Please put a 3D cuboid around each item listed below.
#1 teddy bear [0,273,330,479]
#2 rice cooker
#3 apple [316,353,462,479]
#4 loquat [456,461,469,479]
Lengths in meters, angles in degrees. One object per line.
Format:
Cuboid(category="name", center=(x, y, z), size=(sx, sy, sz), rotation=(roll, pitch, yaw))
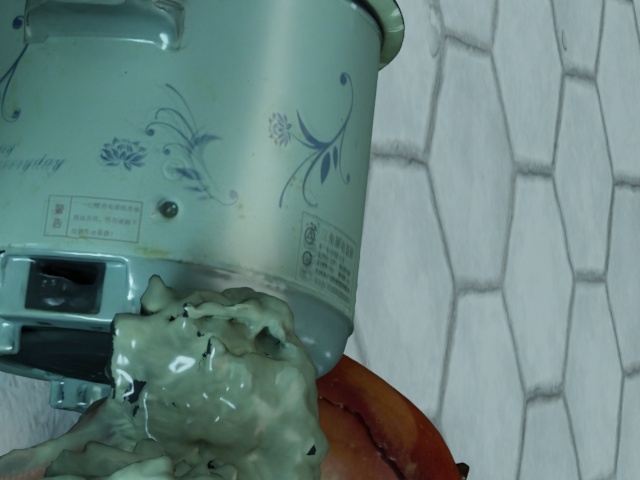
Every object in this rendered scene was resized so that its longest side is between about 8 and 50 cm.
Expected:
Cuboid(category="teddy bear", center=(-0.179, 0.200, 0.840), size=(0.367, 0.357, 0.224), rotation=(-3, 51, -43))
Cuboid(category="rice cooker", center=(-0.093, -0.060, 1.059), size=(0.316, 0.264, 0.317), rotation=(3, 90, -75))
Cuboid(category="apple", center=(-0.027, 0.194, 1.209), size=(0.272, 0.251, 0.206), rotation=(62, 4, 7))
Cuboid(category="loquat", center=(0.034, 0.270, 1.413), size=(0.238, 0.193, 0.238), rotation=(11, 90, -68))
